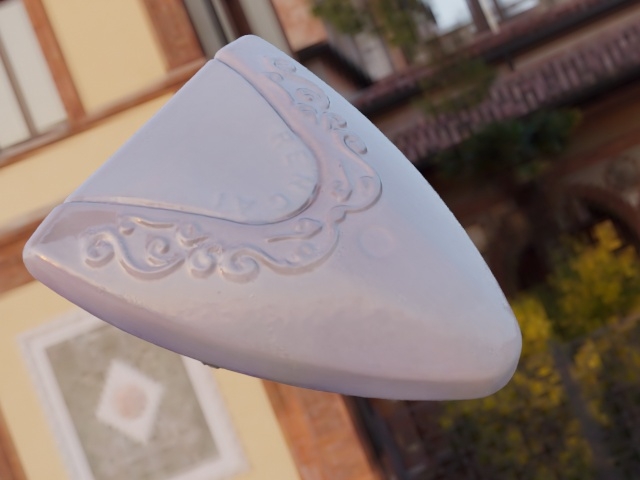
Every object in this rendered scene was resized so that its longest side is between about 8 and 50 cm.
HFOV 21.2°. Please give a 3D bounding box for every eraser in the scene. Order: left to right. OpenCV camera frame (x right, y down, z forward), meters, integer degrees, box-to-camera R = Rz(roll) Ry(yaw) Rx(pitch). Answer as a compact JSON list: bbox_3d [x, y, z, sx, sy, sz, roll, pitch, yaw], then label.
[{"bbox_3d":[0.000,-0.001,0.899,0.204,0.243,0.059,-50,-18,-35],"label":"eraser"}]
